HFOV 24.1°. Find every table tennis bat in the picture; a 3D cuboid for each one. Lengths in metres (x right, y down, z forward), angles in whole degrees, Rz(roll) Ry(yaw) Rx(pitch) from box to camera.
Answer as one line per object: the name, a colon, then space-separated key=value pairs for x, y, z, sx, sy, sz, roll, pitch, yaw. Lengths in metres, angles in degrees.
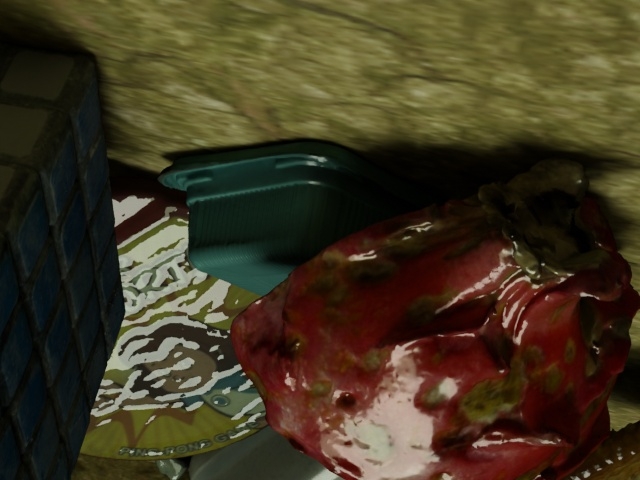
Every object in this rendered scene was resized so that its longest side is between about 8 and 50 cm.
table tennis bat: x=-0.166 y=0.035 z=1.059 sx=0.268 sy=0.051 sz=0.414 roll=-30 pitch=133 yaw=18

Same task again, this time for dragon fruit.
dragon fruit: x=0.100 y=0.052 z=0.854 sx=0.262 sy=0.134 sz=0.211 roll=-5 pitch=144 yaw=-21

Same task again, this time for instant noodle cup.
instant noodle cup: x=0.000 y=0.000 z=0.960 sx=0.157 sy=0.070 sz=0.179 roll=-6 pitch=157 yaw=44

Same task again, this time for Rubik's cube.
Rubik's cube: x=-0.253 y=0.037 z=0.828 sx=0.238 sy=0.237 sz=0.237 roll=8 pitch=138 yaw=8

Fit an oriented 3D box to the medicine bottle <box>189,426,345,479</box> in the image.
medicine bottle: x=0.080 y=0.199 z=1.331 sx=0.282 sy=0.123 sz=0.375 roll=-37 pitch=147 yaw=29

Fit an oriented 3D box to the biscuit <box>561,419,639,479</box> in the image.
biscuit: x=0.279 y=0.213 z=1.332 sx=0.305 sy=0.038 sz=0.305 roll=-19 pitch=152 yaw=-11

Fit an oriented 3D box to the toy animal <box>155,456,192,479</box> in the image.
toy animal: x=-0.247 y=0.107 z=1.364 sx=0.343 sy=0.106 sz=0.168 roll=18 pitch=-158 yaw=19
